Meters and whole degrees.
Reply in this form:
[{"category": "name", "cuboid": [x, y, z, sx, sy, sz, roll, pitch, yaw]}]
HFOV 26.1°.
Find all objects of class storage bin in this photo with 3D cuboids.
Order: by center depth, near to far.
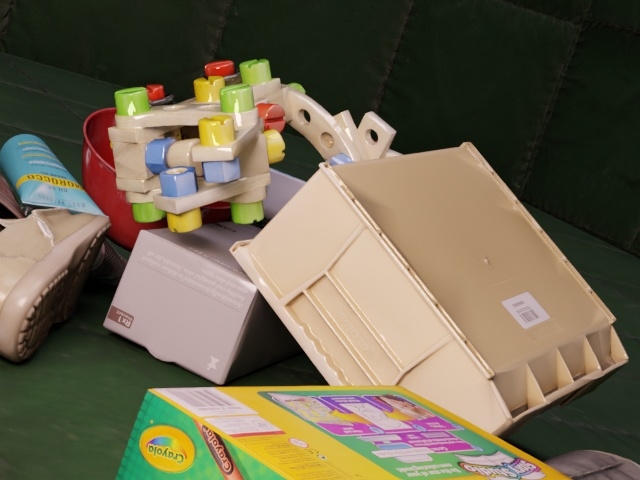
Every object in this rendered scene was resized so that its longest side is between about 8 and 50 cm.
[{"category": "storage bin", "cuboid": [0.107, 0.053, 1.195, 0.260, 0.123, 0.262, 53, 30, 16]}]

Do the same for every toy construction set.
[{"category": "toy construction set", "cuboid": [-0.063, -0.094, 1.279, 0.215, 0.151, 0.327, 6, 7, 38]}]

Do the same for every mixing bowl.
[{"category": "mixing bowl", "cuboid": [-0.170, -0.047, 1.403, 0.181, 0.098, 0.181, 22, 25, -11]}]

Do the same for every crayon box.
[{"category": "crayon box", "cuboid": [0.025, 0.163, 0.897, 0.165, 0.081, 0.278, 26, 12, 37]}]

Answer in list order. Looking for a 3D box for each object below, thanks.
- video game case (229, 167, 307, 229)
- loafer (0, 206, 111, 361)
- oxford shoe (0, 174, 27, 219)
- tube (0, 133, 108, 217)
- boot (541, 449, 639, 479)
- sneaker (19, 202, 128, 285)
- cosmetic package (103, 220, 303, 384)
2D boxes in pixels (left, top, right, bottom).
[{"category": "video game case", "cuboid": [0.000, 0.000, 1.587, 0.244, 0.061, 0.269, 20, -12, 14]}, {"category": "loafer", "cuboid": [-0.243, 0.019, 1.144, 0.092, 0.102, 0.268, 24, 10, -2]}, {"category": "oxford shoe", "cuboid": [-0.400, -0.050, 1.177, 0.132, 0.130, 0.363, 33, 16, 35]}, {"category": "tube", "cuboid": [-0.267, -0.055, 1.331, 0.080, 0.052, 0.207, 5, 15, -24]}, {"category": "boot", "cuboid": [0.217, 0.215, 1.056, 0.189, 0.076, 0.208, 28, 6, 36]}, {"category": "sneaker", "cuboid": [-0.252, 0.006, 1.382, 0.166, 0.065, 0.076, 29, -5, 45]}, {"category": "cosmetic package", "cuboid": [-0.084, 0.051, 1.278, 0.127, 0.107, 0.238, 24, 7, 13]}]
